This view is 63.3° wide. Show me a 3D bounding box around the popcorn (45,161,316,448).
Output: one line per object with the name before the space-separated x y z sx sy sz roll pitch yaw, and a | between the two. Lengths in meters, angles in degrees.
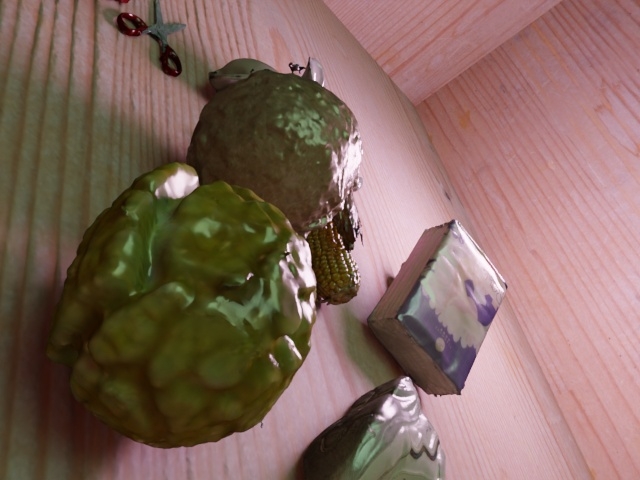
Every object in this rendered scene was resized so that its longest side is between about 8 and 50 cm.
popcorn | -0.132 0.072 0.526 0.282 0.247 0.282 29 26 -16

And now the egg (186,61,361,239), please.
egg | -0.069 -0.134 0.838 0.310 0.279 0.279 -14 70 -33

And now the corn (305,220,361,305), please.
corn | 0.000 0.000 1.045 0.106 0.106 0.293 29 32 -47

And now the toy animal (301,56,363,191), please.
toy animal | 0.003 -0.253 1.232 0.208 0.154 0.325 131 -61 -77

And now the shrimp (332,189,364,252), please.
shrimp | 0.009 -0.079 1.009 0.150 0.068 0.248 -15 52 -25

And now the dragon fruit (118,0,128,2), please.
dragon fruit | -0.337 -0.565 0.907 0.302 0.330 0.240 65 3 23

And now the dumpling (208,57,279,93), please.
dumpling | -0.126 -0.327 1.126 0.247 0.172 0.142 -19 107 -62

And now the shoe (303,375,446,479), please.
shoe | 0.112 0.343 0.781 0.210 0.132 0.342 59 20 12

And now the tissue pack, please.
tissue pack | 0.280 0.144 1.189 0.242 0.125 0.343 50 54 -13

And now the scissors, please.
scissors | -0.324 -0.429 1.054 0.144 0.017 0.247 42 27 -30

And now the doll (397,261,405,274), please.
doll | 0.251 0.105 1.366 0.221 0.105 0.115 -79 147 -55
